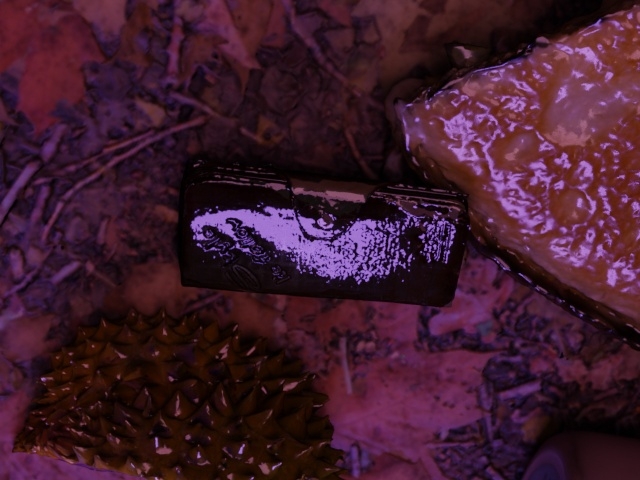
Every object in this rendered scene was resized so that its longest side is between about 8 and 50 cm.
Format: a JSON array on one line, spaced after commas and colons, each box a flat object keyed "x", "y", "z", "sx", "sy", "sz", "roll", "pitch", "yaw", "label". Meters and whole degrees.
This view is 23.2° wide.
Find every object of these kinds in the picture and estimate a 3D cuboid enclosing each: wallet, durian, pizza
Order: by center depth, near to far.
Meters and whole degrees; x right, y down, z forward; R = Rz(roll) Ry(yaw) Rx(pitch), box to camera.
[{"x": 0.245, "y": -0.062, "z": 1.237, "sx": 0.392, "sy": 0.080, "sz": 0.435, "roll": 3, "pitch": 124, "yaw": 7, "label": "pizza"}, {"x": 0.000, "y": 0.000, "z": 1.253, "sx": 0.232, "sy": 0.031, "sz": 0.122, "roll": 6, "pitch": 129, "yaw": -1, "label": "wallet"}, {"x": -0.096, "y": 0.154, "z": 1.260, "sx": 0.260, "sy": 0.186, "sz": 0.154, "roll": 3, "pitch": 114, "yaw": -23, "label": "durian"}]

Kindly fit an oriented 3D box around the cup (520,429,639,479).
[{"x": 0.265, "y": 0.284, "z": 1.352, "sx": 0.200, "sy": 0.191, "sz": 0.253, "roll": 15, "pitch": 137, "yaw": -10, "label": "cup"}]
